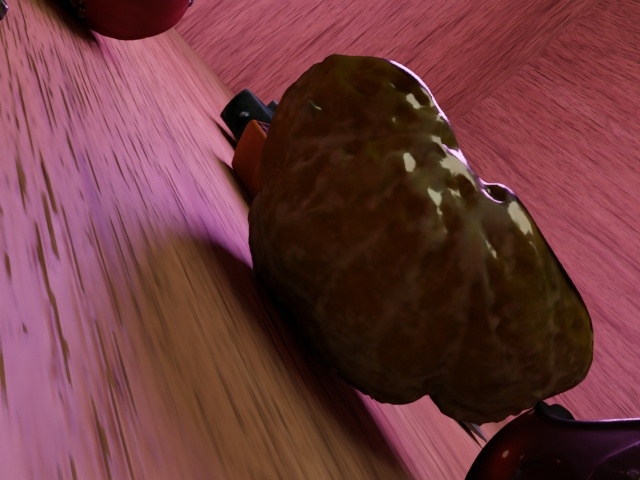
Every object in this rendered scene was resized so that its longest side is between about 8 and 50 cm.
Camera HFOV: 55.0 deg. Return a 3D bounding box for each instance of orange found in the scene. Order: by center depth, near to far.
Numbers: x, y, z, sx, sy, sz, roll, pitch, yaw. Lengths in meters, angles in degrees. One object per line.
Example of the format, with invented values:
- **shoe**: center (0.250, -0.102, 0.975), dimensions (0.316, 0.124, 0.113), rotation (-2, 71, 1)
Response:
- **orange**: center (0.059, 0.014, 0.553), dimensions (0.368, 0.210, 0.271), rotation (53, -16, 14)

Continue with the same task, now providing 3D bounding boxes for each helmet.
- **helmet**: center (0.183, 0.203, 0.383), dimensions (0.189, 0.193, 0.216), rotation (49, 9, -30)

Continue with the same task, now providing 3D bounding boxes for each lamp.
- **lamp**: center (-0.234, -0.357, 0.737), dimensions (0.227, 0.227, 0.227), rotation (49, 5, -6)

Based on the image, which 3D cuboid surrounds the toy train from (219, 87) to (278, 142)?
- **toy train**: center (-0.079, -0.178, 1.208), dimensions (0.178, 0.138, 0.330), rotation (36, 13, -50)

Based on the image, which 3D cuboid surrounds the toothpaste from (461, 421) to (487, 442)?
- **toothpaste**: center (0.225, 0.273, 1.089), dimensions (0.255, 0.037, 0.067), rotation (50, -1, -29)

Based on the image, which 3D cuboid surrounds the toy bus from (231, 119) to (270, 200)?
- **toy bus**: center (-0.050, -0.091, 0.907), dimensions (0.114, 0.098, 0.201), rotation (10, 29, -34)

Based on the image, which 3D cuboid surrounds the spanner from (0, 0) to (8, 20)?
- **spanner**: center (-0.318, -0.263, 0.461), dimensions (0.254, 0.015, 0.054), rotation (50, 7, 7)
